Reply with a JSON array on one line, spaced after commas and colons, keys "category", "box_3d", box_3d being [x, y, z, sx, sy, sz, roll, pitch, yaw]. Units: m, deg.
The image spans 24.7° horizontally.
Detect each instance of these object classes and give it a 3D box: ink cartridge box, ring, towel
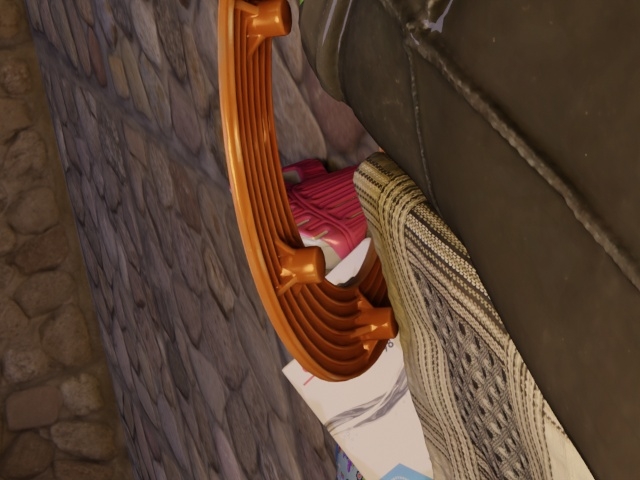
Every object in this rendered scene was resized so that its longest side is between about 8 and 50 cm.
[{"category": "ink cartridge box", "box_3d": [0.047, 0.100, 1.056, 0.180, 0.060, 0.104, 51, 123, 10]}, {"category": "ring", "box_3d": [0.016, -0.080, 0.911, 0.336, 0.032, 0.336, -4, -90, -71]}, {"category": "towel", "box_3d": [0.110, 0.142, 0.816, 0.312, 0.056, 0.324, 48, 158, 57]}]

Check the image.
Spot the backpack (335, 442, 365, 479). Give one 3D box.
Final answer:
[{"category": "backpack", "box_3d": [0.060, 0.224, 1.196, 0.158, 0.117, 0.173, -139, 39, -59]}]

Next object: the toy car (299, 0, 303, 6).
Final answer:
[{"category": "toy car", "box_3d": [-0.012, -0.221, 1.122, 0.239, 0.053, 0.225, 99, 150, -55]}]

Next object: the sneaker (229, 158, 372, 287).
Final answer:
[{"category": "sneaker", "box_3d": [0.000, 0.000, 1.231, 0.252, 0.103, 0.111, -148, 40, -75]}]

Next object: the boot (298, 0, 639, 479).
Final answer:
[{"category": "boot", "box_3d": [0.157, -0.073, 0.476, 0.445, 0.146, 0.367, -119, 33, -44]}]
